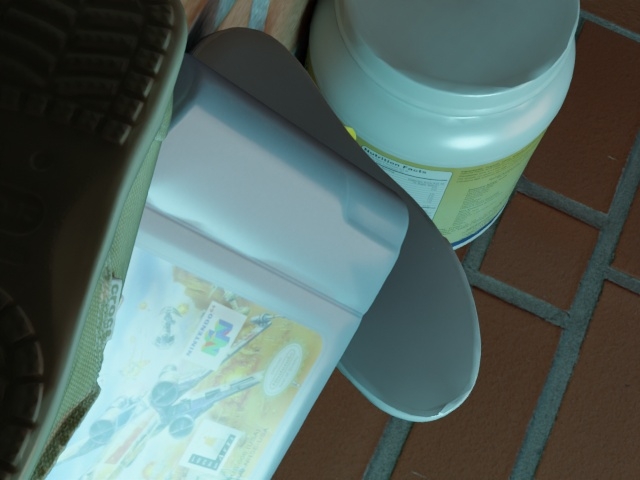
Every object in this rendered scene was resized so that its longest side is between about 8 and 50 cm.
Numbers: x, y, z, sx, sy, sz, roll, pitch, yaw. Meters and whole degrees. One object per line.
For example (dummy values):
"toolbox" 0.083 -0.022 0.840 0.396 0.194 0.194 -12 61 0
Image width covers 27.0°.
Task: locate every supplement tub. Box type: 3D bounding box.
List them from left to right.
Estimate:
"supplement tub" 0.096 -0.138 1.192 0.316 0.228 0.228 105 11 -66

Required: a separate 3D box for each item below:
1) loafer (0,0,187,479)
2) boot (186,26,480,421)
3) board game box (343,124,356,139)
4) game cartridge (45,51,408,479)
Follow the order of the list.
"loafer" -0.114 0.030 0.445 0.092 0.102 0.269 88 26 -68
"boot" 0.000 0.000 0.795 0.095 0.258 0.123 -27 167 -15
"board game box" -0.071 0.023 0.941 0.124 0.039 0.259 13 108 -46
"game cartridge" -0.091 0.073 0.594 0.198 0.062 0.297 29 91 -54
